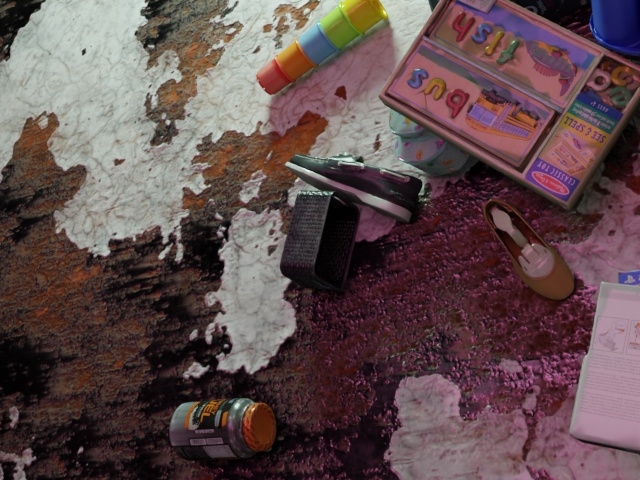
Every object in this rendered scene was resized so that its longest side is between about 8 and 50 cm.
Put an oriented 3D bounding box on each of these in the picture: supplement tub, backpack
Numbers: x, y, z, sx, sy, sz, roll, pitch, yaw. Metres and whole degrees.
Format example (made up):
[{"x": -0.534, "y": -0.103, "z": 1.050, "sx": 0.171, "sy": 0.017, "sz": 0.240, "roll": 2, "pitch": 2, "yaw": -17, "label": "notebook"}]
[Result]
[{"x": -0.189, "y": 0.369, "z": 1.933, "sx": 0.190, "sy": 0.117, "sz": 0.117, "roll": -10, "pitch": 65, "yaw": 29, "label": "supplement tub"}, {"x": 0.219, "y": -0.225, "z": 1.903, "sx": 0.166, "sy": 0.144, "sz": 0.188, "roll": 3, "pitch": 82, "yaw": 50, "label": "backpack"}]

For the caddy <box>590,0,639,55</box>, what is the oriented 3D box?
[{"x": 0.602, "y": -0.451, "z": 1.710, "sx": 0.241, "sy": 0.179, "sz": 0.341, "roll": 10, "pitch": 50, "yaw": 32, "label": "caddy"}]

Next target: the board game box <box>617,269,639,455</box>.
[{"x": 0.596, "y": 0.183, "z": 1.494, "sx": 0.232, "sy": 0.141, "sz": 0.291, "roll": -12, "pitch": 64, "yaw": 28, "label": "board game box"}]

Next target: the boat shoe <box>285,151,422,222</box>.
[{"x": 0.068, "y": -0.126, "z": 1.990, "sx": 0.303, "sy": 0.114, "sz": 0.091, "roll": 24, "pitch": 85, "yaw": 25, "label": "boat shoe"}]

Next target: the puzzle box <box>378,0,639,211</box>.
[{"x": 0.337, "y": -0.266, "z": 1.753, "sx": 0.409, "sy": 0.052, "sz": 0.272, "roll": 33, "pitch": 91, "yaw": 22, "label": "puzzle box"}]

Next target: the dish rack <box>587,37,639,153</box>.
[{"x": 0.536, "y": -0.267, "z": 1.767, "sx": 0.272, "sy": 0.074, "sz": 0.208, "roll": 23, "pitch": 83, "yaw": 37, "label": "dish rack"}]

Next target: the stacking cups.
[{"x": 0.000, "y": -0.427, "z": 2.175, "sx": 0.316, "sy": 0.096, "sz": 0.096, "roll": -37, "pitch": 55, "yaw": 19, "label": "stacking cups"}]

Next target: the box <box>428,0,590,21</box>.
[{"x": 0.357, "y": -0.491, "z": 1.917, "sx": 0.270, "sy": 0.165, "sz": 0.143, "roll": -25, "pitch": 59, "yaw": 22, "label": "box"}]

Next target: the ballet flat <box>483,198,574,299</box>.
[{"x": 0.360, "y": 0.013, "z": 1.760, "sx": 0.080, "sy": 0.073, "sz": 0.232, "roll": -43, "pitch": 54, "yaw": 10, "label": "ballet flat"}]

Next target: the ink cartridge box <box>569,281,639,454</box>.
[{"x": 0.515, "y": 0.194, "z": 1.415, "sx": 0.275, "sy": 0.060, "sz": 0.238, "roll": 6, "pitch": 73, "yaw": 35, "label": "ink cartridge box"}]

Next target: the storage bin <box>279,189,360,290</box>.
[{"x": 0.000, "y": 0.000, "z": 1.965, "sx": 0.084, "sy": 0.122, "sz": 0.180, "roll": 4, "pitch": 73, "yaw": 33, "label": "storage bin"}]
